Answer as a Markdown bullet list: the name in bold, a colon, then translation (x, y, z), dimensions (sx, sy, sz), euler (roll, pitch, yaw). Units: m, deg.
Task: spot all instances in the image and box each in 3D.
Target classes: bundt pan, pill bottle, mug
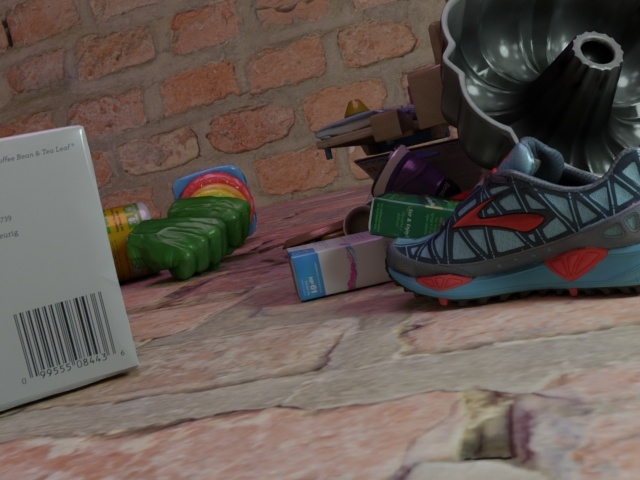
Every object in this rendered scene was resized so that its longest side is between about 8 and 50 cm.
- **bundt pan**: translation (0.279, -0.163, 0.847), dimensions (0.330, 0.331, 0.124), euler (-14, -29, -13)
- **pill bottle**: translation (-0.420, 0.022, 1.404), dimensions (0.245, 0.136, 0.136), euler (-14, 6, -17)
- **mug**: translation (0.072, -0.015, 1.180), dimensions (0.062, 0.078, 0.064), euler (-47, -4, 1)

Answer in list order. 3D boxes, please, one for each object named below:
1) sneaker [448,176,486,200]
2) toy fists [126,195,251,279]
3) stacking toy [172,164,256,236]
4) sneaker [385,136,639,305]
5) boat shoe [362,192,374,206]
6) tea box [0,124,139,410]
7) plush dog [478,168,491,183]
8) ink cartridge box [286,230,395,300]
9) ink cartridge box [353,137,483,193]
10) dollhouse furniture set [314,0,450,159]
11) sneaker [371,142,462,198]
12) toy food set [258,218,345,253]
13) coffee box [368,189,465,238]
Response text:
- **sneaker**: translation (0.183, -0.020, 0.914), dimensions (0.221, 0.087, 0.128), euler (-23, 10, 22)
- **toy fists**: translation (-0.209, -0.010, 1.353), dimensions (0.142, 0.096, 0.279), euler (-2, 16, 17)
- **stacking toy**: translation (-0.216, -0.039, 1.610), dimensions (0.165, 0.175, 0.302), euler (-15, 17, -2)
- **sneaker**: translation (0.167, -0.021, 0.642), dimensions (0.261, 0.125, 0.104), euler (-8, 7, 35)
- **boat shoe**: translation (0.184, -0.086, 1.523), dimensions (0.226, 0.083, 0.076), euler (-22, 12, 33)
- **tea box**: translation (-0.375, 0.042, 0.735), dimensions (0.329, 0.220, 0.323), euler (-14, 7, -20)
- **plush dog**: translation (0.313, -0.114, 1.062), dimensions (0.225, 0.211, 0.262), euler (-38, -3, 15)
- **ink cartridge box**: translation (0.029, 0.024, 0.861), dimensions (0.122, 0.052, 0.088), euler (-14, 6, -4)
- **ink cartridge box**: translation (0.201, -0.119, 1.315), dimensions (0.223, 0.045, 0.224), euler (-9, -28, 27)
- **dollhouse furniture set**: translation (0.096, -0.236, 1.123), dimensions (0.303, 0.198, 0.286), euler (-11, 2, 36)
- **sneaker**: translation (0.159, -0.049, 1.187), dimensions (0.124, 0.107, 0.283), euler (30, 1, 14)
- **toy food set**: translation (0.000, 0.000, 1.264), dimensions (0.192, 0.039, 0.132), euler (-20, 1, -17)
- **coffee box**: translation (0.149, -0.017, 0.787), dimensions (0.184, 0.040, 0.113), euler (10, 10, 14)
